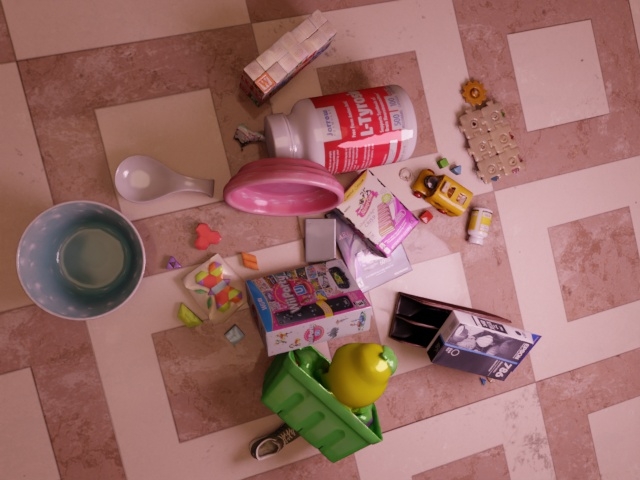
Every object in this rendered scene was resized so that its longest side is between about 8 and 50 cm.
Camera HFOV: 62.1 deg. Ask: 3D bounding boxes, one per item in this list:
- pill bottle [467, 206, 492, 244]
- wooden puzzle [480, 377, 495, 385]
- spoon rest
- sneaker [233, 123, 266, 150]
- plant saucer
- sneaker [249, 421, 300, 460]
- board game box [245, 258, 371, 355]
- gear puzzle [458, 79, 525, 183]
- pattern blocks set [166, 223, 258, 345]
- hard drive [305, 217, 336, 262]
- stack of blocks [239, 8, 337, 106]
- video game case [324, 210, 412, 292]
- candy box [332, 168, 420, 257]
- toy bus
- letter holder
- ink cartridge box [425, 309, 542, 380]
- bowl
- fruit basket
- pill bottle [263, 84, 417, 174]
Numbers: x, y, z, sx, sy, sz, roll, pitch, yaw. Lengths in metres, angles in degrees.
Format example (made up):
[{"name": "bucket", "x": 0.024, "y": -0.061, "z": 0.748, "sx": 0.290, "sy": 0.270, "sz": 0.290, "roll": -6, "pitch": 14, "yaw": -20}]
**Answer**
[{"name": "pill bottle", "x": 0.515, "y": -0.046, "z": 1.727, "sx": 0.065, "sy": 0.065, "sz": 0.116, "roll": 15, "pitch": 87, "yaw": -12}, {"name": "wooden puzzle", "x": 0.572, "y": 0.424, "z": 1.769, "sx": 0.116, "sy": 0.014, "sz": 0.078, "roll": -32, "pitch": 92, "yaw": -10}, {"name": "spoon rest", "x": -0.442, "y": -0.168, "z": 1.515, "sx": 0.276, "sy": 0.084, "sz": 0.137, "roll": 5, "pitch": 89, "yaw": -13}, {"name": "sneaker", "x": -0.213, "y": -0.297, "z": 1.588, "sx": 0.098, "sy": 0.038, "sz": 0.069, "roll": 25, "pitch": 87, "yaw": -2}, {"name": "plant saucer", "x": -0.100, "y": -0.147, "z": 1.468, "sx": 0.332, "sy": 0.332, "sz": 0.084, "roll": 3, "pitch": 77, "yaw": -12}, {"name": "sneaker", "x": -0.119, "y": 0.597, "z": 1.585, "sx": 0.192, "sy": 0.086, "sz": 0.064, "roll": -25, "pitch": 95, "yaw": -11}, {"name": "board game box", "x": -0.039, "y": 0.183, "z": 1.517, "sx": 0.303, "sy": 0.224, "sz": 0.097, "roll": -13, "pitch": 130, "yaw": -17}, {"name": "gear puzzle", "x": 0.536, "y": -0.360, "z": 1.746, "sx": 0.175, "sy": 0.044, "sz": 0.339, "roll": -22, "pitch": 92, "yaw": -9}, {"name": "pattern blocks set", "x": -0.304, "y": 0.140, "z": 1.575, "sx": 0.325, "sy": 0.026, "sz": 0.285, "roll": 39, "pitch": 83, "yaw": -10}, {"name": "hard drive", "x": 0.000, "y": 0.000, "z": 1.626, "sx": 0.094, "sy": 0.022, "sz": 0.135, "roll": 0, "pitch": 95, "yaw": 0}, {"name": "stack of blocks", "x": -0.092, "y": -0.531, "z": 1.542, "sx": 0.297, "sy": 0.171, "sz": 0.087, "roll": -43, "pitch": 99, "yaw": -9}, {"name": "video game case", "x": 0.153, "y": 0.008, "z": 1.672, "sx": 0.196, "sy": 0.026, "sz": 0.274, "roll": -24, "pitch": 96, "yaw": -11}, {"name": "candy box", "x": 0.165, "y": -0.081, "z": 1.625, "sx": 0.233, "sy": 0.071, "sz": 0.159, "roll": 43, "pitch": 82, "yaw": -8}, {"name": "toy bus", "x": 0.379, "y": -0.160, "z": 1.677, "sx": 0.202, "sy": 0.104, "sz": 0.191, "roll": -16, "pitch": 93, "yaw": -12}, {"name": "letter holder", "x": 0.396, "y": 0.271, "z": 1.627, "sx": 0.302, "sy": 0.214, "sz": 0.152, "roll": 14, "pitch": 87, "yaw": -12}, {"name": "ink cartridge box", "x": 0.493, "y": 0.318, "z": 1.562, "sx": 0.332, "sy": 0.065, "sz": 0.165, "roll": 16, "pitch": 118, "yaw": -19}, {"name": "bowl", "x": -0.627, "y": 0.050, "z": 1.436, "sx": 0.311, "sy": 0.163, "sz": 0.311, "roll": 0, "pitch": 91, "yaw": -13}, {"name": "fruit basket", "x": 0.057, "y": 0.398, "z": 1.519, "sx": 0.392, "sy": 0.283, "sz": 0.392, "roll": 0, "pitch": 101, "yaw": -2}, {"name": "pill bottle", "x": 0.052, "y": -0.309, "z": 1.544, "sx": 0.407, "sy": 0.229, "sz": 0.229, "roll": -13, "pitch": 93, "yaw": -12}]
